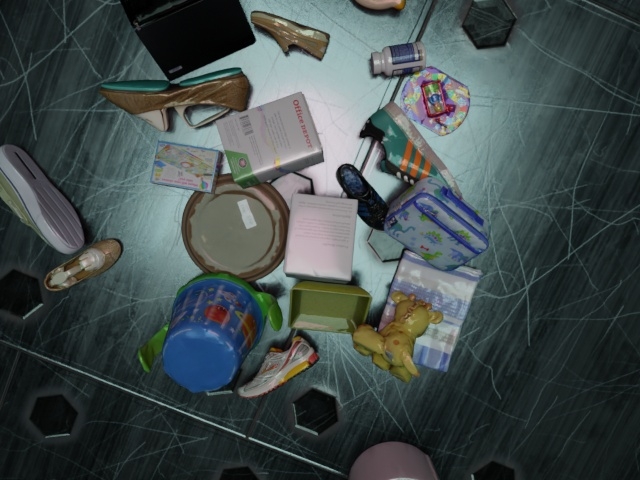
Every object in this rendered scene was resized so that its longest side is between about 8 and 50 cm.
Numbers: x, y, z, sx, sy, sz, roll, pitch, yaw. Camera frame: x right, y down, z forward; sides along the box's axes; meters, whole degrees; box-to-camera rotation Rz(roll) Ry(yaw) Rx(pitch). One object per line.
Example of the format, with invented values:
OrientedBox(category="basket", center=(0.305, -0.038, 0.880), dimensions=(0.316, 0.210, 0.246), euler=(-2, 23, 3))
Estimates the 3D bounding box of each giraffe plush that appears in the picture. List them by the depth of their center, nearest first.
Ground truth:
OrientedBox(category="giraffe plush", center=(0.191, 0.214, 1.235), dimensions=(0.181, 0.210, 0.170), euler=(36, 71, 3))

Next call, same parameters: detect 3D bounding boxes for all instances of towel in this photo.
OrientedBox(category="towel", center=(0.267, 0.179, 1.311), dimensions=(0.209, 0.034, 0.285), euler=(17, 98, -2))

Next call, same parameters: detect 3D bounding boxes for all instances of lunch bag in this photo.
OrientedBox(category="lunch bag", center=(0.269, -0.034, 1.196), dimensions=(0.219, 0.090, 0.176), euler=(37, 139, -14))

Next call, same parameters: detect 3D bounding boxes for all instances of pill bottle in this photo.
OrientedBox(category="pill bottle", center=(0.180, -0.420, 1.209), dimensions=(0.120, 0.067, 0.067), euler=(-8, 98, 0))

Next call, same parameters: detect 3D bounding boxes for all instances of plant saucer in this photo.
OrientedBox(category="plant saucer", center=(0.020, 0.157, 1.260), dimensions=(0.188, 0.045, 0.188), euler=(6, 142, -1))
OrientedBox(category="plant saucer", center=(-0.207, -0.027, 1.276), dimensions=(0.278, 0.041, 0.278), euler=(0, 97, 0))

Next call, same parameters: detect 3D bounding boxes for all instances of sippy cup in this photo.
OrientedBox(category="sippy cup", center=(-0.254, 0.221, 1.199), dimensions=(0.240, 0.224, 0.305), euler=(34, 106, -9))

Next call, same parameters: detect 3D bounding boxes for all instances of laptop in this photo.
OrientedBox(category="laptop", center=(-0.307, -0.536, 1.155), dimensions=(0.234, 0.136, 0.264), euler=(-23, 97, 2))

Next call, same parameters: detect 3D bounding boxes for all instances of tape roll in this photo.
OrientedBox(category="tape roll", center=(0.193, 0.660, 1.309), dimensions=(0.246, 0.169, 0.246), euler=(0, 97, -1))

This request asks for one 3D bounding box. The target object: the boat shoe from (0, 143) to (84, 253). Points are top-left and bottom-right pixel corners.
OrientedBox(category="boat shoe", center=(-0.681, -0.086, 1.244), dimensions=(0.094, 0.109, 0.302), euler=(-36, 88, 20))

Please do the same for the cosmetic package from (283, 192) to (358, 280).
OrientedBox(category="cosmetic package", center=(0.000, 0.000, 1.205), dimensions=(0.151, 0.151, 0.184), euler=(7, 83, -1))

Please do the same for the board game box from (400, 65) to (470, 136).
OrientedBox(category="board game box", center=(0.278, -0.334, 1.239), dimensions=(0.168, 0.033, 0.133), euler=(29, 97, -5))

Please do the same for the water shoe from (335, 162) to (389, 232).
OrientedBox(category="water shoe", center=(0.107, -0.095, 1.247), dimensions=(0.073, 0.080, 0.203), euler=(-41, 96, 5))

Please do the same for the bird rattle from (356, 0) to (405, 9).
OrientedBox(category="bird rattle", center=(0.129, -0.627, 1.156), dimensions=(0.253, 0.143, 0.207), euler=(12, 114, 1))

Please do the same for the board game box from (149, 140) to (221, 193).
OrientedBox(category="board game box", center=(-0.320, -0.174, 1.240), dimensions=(0.154, 0.026, 0.103), euler=(10, 87, 7))

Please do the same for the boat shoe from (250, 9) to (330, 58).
OrientedBox(category="boat shoe", center=(-0.076, -0.471, 1.204), dimensions=(0.190, 0.068, 0.072), euler=(18, 109, -3))

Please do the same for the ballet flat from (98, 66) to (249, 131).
OrientedBox(category="ballet flat", center=(-0.332, -0.321, 1.212), dimensions=(0.342, 0.116, 0.124), euler=(-8, 117, -3))

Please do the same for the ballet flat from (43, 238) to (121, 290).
OrientedBox(category="ballet flat", center=(-0.584, 0.067, 1.272), dimensions=(0.206, 0.067, 0.073), euler=(-33, 97, 4))

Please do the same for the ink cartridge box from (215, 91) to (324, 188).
OrientedBox(category="ink cartridge box", center=(-0.112, -0.229, 1.204), dimensions=(0.212, 0.093, 0.154), euler=(-19, 81, 3))

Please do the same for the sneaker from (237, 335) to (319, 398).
OrientedBox(category="sneaker", center=(-0.115, 0.322, 1.313), dimensions=(0.225, 0.088, 0.093), euler=(-33, 76, 4))

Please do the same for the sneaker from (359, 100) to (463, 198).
OrientedBox(category="sneaker", center=(0.212, -0.175, 1.230), dimensions=(0.121, 0.108, 0.302), euler=(-38, 89, 6))
